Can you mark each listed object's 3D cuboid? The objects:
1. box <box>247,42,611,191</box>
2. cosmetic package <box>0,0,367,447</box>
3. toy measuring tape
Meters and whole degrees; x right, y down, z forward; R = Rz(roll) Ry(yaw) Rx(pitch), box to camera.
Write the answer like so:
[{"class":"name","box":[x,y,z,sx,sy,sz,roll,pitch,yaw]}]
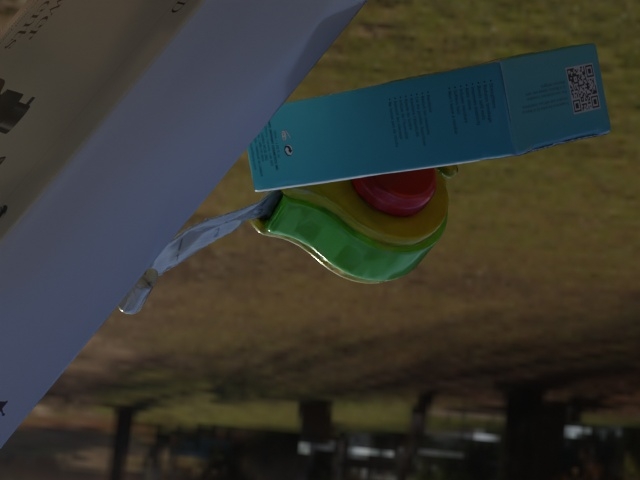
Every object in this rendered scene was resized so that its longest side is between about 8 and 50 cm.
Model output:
[{"class":"box","box":[0.064,-0.079,1.072,0.100,0.060,0.244,-15,-174,-43]},{"class":"cosmetic package","box":[-0.173,-0.066,1.081,0.097,0.377,0.284,46,166,-31]},{"class":"toy measuring tape","box":[0.000,0.000,1.212,0.121,0.121,0.330,-7,-161,48]}]
